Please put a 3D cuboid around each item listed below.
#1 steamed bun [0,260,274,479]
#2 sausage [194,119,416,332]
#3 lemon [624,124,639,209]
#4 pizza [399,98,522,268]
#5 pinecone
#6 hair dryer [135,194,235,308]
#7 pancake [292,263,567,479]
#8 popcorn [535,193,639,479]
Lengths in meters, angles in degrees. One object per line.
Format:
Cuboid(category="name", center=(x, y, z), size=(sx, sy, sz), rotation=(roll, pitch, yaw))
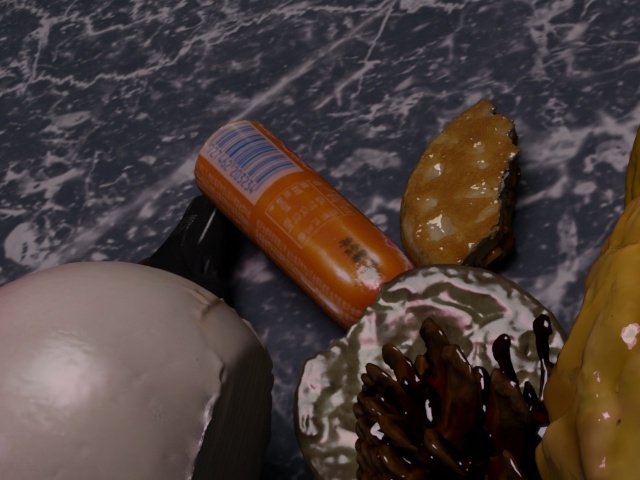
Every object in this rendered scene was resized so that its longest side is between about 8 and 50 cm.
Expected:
Cuboid(category="steamed bun", center=(-0.203, 0.154, 1.353), size=(0.309, 0.309, 0.309), rotation=(-17, 38, 14))
Cuboid(category="sausage", center=(0.000, 0.000, 1.577), size=(0.093, 0.093, 0.312), rotation=(-37, 47, -12))
Cuboid(category="lemon", center=(0.369, -0.034, 1.243), size=(0.297, 0.297, 0.297), rotation=(-17, 38, 14))
Cuboid(category="pizza", center=(0.134, -0.037, 1.586), size=(0.127, 0.058, 0.246), rotation=(-19, 38, 16))
Cuboid(category="pinecone", center=(0.159, 0.147, 1.215), size=(0.292, 0.246, 0.246), rotation=(-23, 36, -12))
Cuboid(category="hair dryer", center=(-0.236, 0.092, 1.655), size=(0.359, 0.120, 0.304), rotation=(-24, 28, 20))
Cuboid(category="pancake", center=(0.091, 0.126, 1.407), size=(0.222, 0.042, 0.236), rotation=(17, 62, 19))
Cuboid(category="popcorn", center=(0.277, 0.103, 0.946), size=(0.354, 0.390, 0.344), rotation=(-14, 75, -26))
